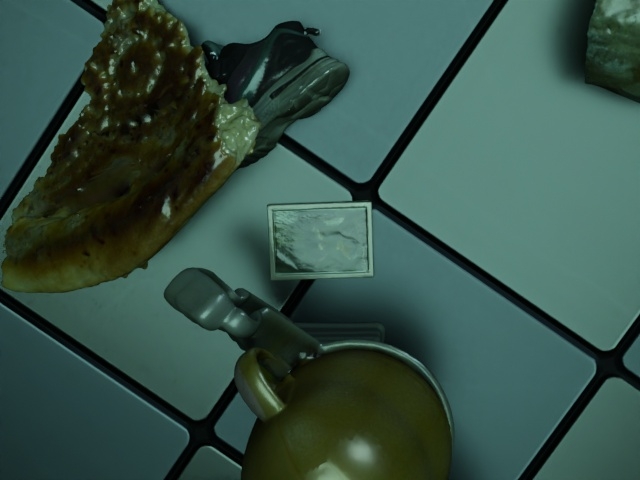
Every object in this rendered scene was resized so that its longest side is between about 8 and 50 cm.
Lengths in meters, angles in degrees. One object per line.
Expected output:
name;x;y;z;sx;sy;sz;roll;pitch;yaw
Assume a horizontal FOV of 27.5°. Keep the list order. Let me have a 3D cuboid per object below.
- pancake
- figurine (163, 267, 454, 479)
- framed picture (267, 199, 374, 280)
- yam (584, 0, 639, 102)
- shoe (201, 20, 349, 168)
pancake;-0.168;-0.089;1.049;0.266;0.057;0.245;-13;76;28
figurine;0.018;0.154;0.980;0.342;0.285;0.167;28;96;-2
framed picture;0.000;0.000;1.100;0.089;0.006;0.066;-1;97;4
yam;0.358;-0.146;1.006;0.330;0.133;0.133;13;98;-3
shoe;-0.065;-0.124;1.062;0.169;0.071;0.099;-34;78;16
